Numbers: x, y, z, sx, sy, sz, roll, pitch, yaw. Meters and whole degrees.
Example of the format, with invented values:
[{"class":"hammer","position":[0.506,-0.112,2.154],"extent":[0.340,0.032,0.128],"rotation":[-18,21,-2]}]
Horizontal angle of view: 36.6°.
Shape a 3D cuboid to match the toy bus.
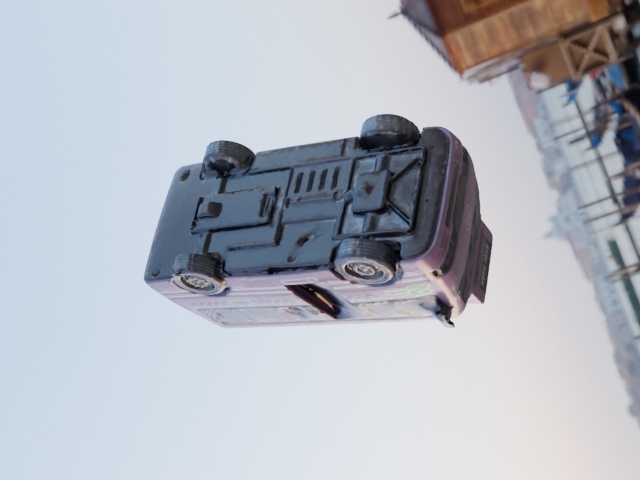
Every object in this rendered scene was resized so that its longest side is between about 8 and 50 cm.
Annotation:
[{"class":"toy bus","position":[0.000,0.000,0.574],"extent":[0.108,0.199,0.096],"rotation":[44,-130,-46]}]
